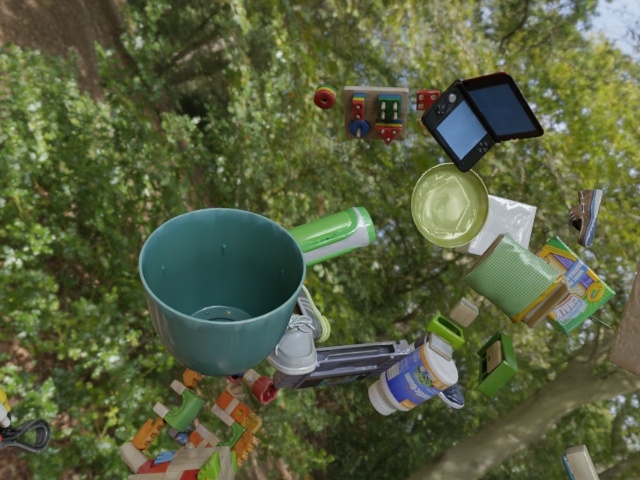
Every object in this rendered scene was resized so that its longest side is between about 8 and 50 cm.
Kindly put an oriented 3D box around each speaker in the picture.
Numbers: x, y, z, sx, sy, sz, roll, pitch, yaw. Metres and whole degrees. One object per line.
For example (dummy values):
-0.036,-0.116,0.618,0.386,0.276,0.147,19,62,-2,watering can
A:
0.000,0.000,1.640,0.131,0.297,0.131,161,-90,-81,speaker

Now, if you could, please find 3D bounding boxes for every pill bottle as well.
0.289,0.452,1.848,0.152,0.272,0.152,37,29,-24,pill bottle

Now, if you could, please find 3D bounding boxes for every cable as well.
-0.557,0.349,1.040,0.287,0.072,0.139,73,4,-55,cable

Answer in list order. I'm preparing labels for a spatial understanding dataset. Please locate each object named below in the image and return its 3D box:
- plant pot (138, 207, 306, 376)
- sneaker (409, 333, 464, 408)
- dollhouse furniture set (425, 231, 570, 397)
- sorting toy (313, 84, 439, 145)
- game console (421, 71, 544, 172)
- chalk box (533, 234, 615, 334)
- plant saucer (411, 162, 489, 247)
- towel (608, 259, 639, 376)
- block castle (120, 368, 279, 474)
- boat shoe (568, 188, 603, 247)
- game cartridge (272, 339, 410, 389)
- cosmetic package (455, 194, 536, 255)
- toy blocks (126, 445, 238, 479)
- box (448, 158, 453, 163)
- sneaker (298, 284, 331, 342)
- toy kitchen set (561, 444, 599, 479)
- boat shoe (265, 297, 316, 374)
-0.187,0.121,1.101,0.293,0.293,0.235,-120,-151,-41,plant pot
0.452,0.455,2.054,0.282,0.153,0.099,53,31,11,sneaker
0.399,0.165,1.304,0.198,0.301,0.151,35,25,1,dollhouse furniture set
0.124,-0.255,1.212,0.132,0.275,0.046,85,11,-51,sorting toy
0.250,-0.176,0.890,0.144,0.124,0.085,41,4,-35,game console
0.708,0.155,1.668,0.289,0.179,0.180,50,7,15,chalk box
0.365,-0.100,1.645,0.240,0.241,0.037,68,-12,-7,plant saucer
0.658,0.134,1.074,0.187,0.049,0.282,-147,-109,-66,towel
-0.336,0.559,1.737,0.213,0.453,0.303,26,-18,35,block castle
0.666,-0.057,1.461,0.066,0.183,0.066,10,-39,28,boat shoe
0.057,0.367,1.686,0.230,0.356,0.068,120,-38,-51,game cartridge
0.649,-0.040,2.143,0.138,0.224,0.224,-177,-79,-82,cosmetic package
-0.373,0.638,1.414,0.381,0.261,0.190,-75,158,-75,toy blocks
0.499,-0.302,2.117,0.184,0.045,0.190,-68,165,-47,box
-0.085,0.240,2.059,0.300,0.111,0.121,47,19,25,sneaker
0.409,0.466,1.023,0.207,0.166,0.122,10,60,-64,toy kitchen set
-0.088,0.165,1.293,0.320,0.118,0.103,-114,-157,-51,boat shoe
